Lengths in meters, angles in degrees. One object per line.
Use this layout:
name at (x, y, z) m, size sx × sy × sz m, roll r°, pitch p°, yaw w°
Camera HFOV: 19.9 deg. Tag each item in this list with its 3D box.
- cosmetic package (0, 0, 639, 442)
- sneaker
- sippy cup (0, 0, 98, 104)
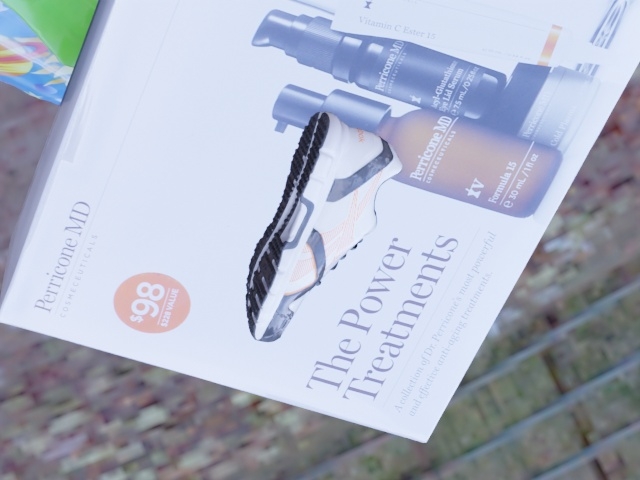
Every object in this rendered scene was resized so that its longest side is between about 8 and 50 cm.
cosmetic package at (0.004, -0.080, 1.050) m, size 0.284 × 0.097 × 0.377 m, roll 18°, pitch 122°, yaw -12°
sneaker at (0.000, 0.000, 0.773) m, size 0.043 × 0.040 × 0.109 m, roll 15°, pitch 117°, yaw -21°
sippy cup at (-0.209, -0.212, 1.230) m, size 0.240 × 0.306 × 0.224 m, roll -24°, pitch 136°, yaw 34°
